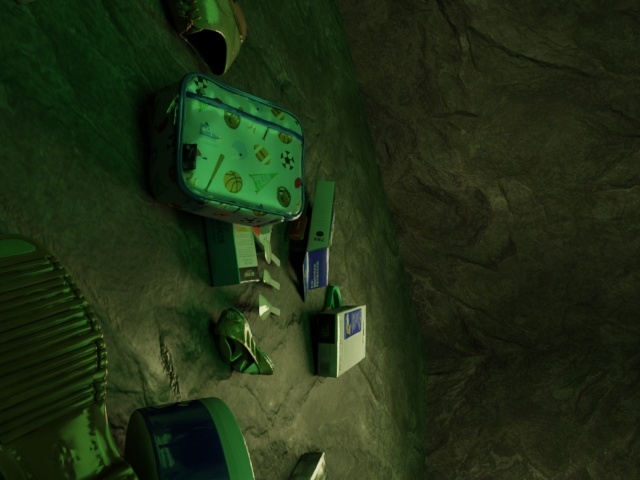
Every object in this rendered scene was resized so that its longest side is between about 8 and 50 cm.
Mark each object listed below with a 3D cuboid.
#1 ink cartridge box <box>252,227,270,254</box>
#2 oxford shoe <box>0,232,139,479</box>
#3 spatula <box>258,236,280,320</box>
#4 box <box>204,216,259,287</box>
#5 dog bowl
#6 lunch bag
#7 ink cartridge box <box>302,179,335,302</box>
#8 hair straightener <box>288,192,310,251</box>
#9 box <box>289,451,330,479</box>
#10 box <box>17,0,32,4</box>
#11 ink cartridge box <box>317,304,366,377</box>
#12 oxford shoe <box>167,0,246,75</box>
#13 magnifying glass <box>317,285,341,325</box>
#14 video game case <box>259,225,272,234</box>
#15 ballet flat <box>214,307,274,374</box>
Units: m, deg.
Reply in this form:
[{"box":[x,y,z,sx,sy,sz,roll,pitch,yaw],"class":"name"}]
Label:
[{"box":[-0.149,-0.080,1.358,0.145,0.045,0.180,60,29,-51],"class":"ink cartridge box"},{"box":[-0.292,0.190,0.638,0.140,0.146,0.397,-13,77,-34],"class":"oxford shoe"},{"box":[-0.112,0.096,1.351,0.242,0.019,0.168,75,13,-79],"class":"spatula"},{"box":[-0.181,-0.034,1.198,0.100,0.060,0.245,2,80,-74],"class":"box"},{"box":[-0.165,0.331,0.736,0.264,0.104,0.265,1,-89,63],"class":"dog bowl"},{"box":[-0.159,-0.160,1.081,0.303,0.114,0.244,15,72,-45],"class":"lunch bag"},{"box":[0.000,0.000,1.703,0.166,0.065,0.333,90,6,-47],"class":"ink cartridge box"},{"box":[-0.055,-0.049,1.676,0.231,0.047,0.089,-87,177,-49],"class":"hair straightener"},{"box":[-0.028,0.622,1.378,0.231,0.056,0.183,-38,118,-71],"class":"box"},{"box":[-0.383,-0.416,0.769,0.145,0.038,0.186,62,27,-47],"class":"box"},{"box":[0.071,0.289,1.817,0.371,0.069,0.176,6,84,-72],"class":"ink cartridge box"},{"box":[-0.235,-0.463,1.142,0.348,0.122,0.130,55,36,-54],"class":"oxford shoe"},{"box":[0.028,0.205,1.835,0.231,0.026,0.092,-51,131,-70],"class":"magnifying glass"},{"box":[-0.135,-0.141,1.337,0.285,0.025,0.204,-91,167,-76],"class":"video game case"},{"box":[-0.154,0.216,1.184,0.067,0.073,0.206,-52,135,-30],"class":"ballet flat"}]
